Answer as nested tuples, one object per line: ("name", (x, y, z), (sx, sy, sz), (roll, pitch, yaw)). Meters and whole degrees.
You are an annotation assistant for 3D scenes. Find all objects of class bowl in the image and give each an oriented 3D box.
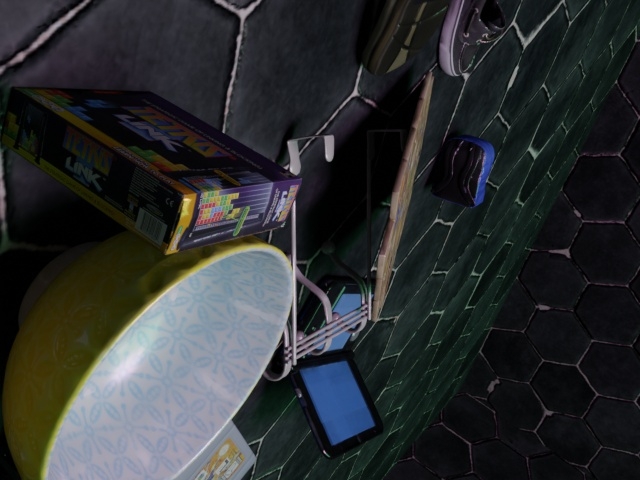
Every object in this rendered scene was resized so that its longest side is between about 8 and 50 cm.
("bowl", (-0.174, 0.089, 0.653), (0.289, 0.156, 0.289), (-45, 155, -28))

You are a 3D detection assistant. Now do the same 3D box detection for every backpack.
("backpack", (0.268, -0.137, 1.351), (0.101, 0.098, 0.120), (-33, 136, -56))

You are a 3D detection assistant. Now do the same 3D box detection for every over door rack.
("over door rack", (0.000, 0.000, 0.987), (0.240, 0.108, 0.324), (-20, 124, -58))

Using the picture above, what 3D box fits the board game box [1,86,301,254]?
("board game box", (-0.122, -0.059, 0.542), (0.141, 0.170, 0.048), (-19, 136, -58))

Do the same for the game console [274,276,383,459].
("game console", (0.064, 0.214, 1.294), (0.250, 0.173, 0.293), (-60, 158, 8))

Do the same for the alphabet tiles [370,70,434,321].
("alphabet tiles", (0.121, -0.066, 1.070), (0.285, 0.011, 0.342), (91, 15, -55))

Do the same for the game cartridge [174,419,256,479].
("game cartridge", (-0.198, 0.371, 1.127), (0.198, 0.062, 0.297), (-53, 158, -21))

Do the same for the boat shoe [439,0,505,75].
("boat shoe", (0.230, -0.324, 1.038), (0.080, 0.076, 0.228), (-40, 153, -35))

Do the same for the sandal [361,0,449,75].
("sandal", (0.118, -0.319, 0.816), (0.120, 0.086, 0.302), (-18, 154, -44))

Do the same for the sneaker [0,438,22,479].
("sneaker", (-0.321, 0.269, 0.691), (0.121, 0.079, 0.216), (-13, 133, -62))
